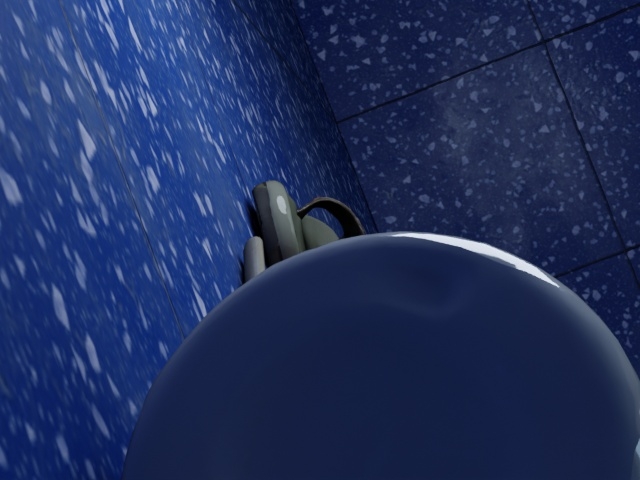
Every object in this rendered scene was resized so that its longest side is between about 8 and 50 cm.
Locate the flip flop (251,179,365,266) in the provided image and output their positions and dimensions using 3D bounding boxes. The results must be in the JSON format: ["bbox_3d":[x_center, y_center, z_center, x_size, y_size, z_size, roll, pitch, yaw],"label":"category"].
[{"bbox_3d":[0.000,0.000,1.352,0.277,0.080,0.112,52,18,-74],"label":"flip flop"}]

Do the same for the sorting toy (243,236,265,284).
[{"bbox_3d":[-0.003,0.108,1.063,0.348,0.047,0.196,-100,168,-66],"label":"sorting toy"}]

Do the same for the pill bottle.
[{"bbox_3d":[0.067,0.167,0.665,0.361,0.204,0.204,60,10,-55],"label":"pill bottle"}]
